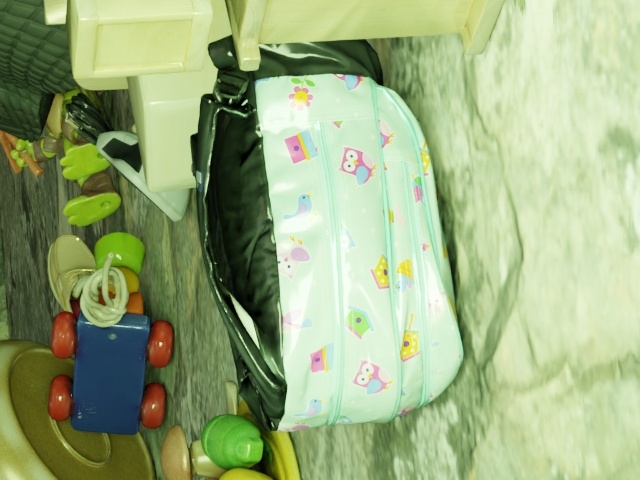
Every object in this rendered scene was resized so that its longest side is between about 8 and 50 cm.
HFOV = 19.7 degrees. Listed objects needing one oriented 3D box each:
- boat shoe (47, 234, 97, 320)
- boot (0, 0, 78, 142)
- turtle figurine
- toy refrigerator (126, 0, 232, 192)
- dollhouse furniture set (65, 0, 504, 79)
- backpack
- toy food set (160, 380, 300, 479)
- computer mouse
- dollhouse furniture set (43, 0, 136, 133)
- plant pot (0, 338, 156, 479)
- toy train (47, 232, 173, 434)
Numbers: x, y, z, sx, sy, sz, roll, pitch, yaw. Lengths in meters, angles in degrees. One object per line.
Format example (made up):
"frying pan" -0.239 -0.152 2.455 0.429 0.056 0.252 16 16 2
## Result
"boat shoe" -0.241 0.057 1.921 0.059 0.063 0.170 111 141 -53
"boot" -0.225 -0.232 1.555 0.223 0.118 0.338 -68 14 -17
"turtle figurine" -0.260 -0.120 1.877 0.217 0.087 0.269 63 146 38
"toy refrigerator" -0.091 -0.175 1.222 0.102 0.094 0.270 96 163 -58
"dollhouse furniture set" -0.012 -0.158 0.747 0.161 0.181 0.101 108 153 -56
"backpack" 0.000 0.000 0.886 0.152 0.115 0.182 97 164 -75
"toy food set" -0.069 0.176 1.278 0.218 0.071 0.128 -161 67 -74
"computer mouse" -0.147 -0.067 1.517 0.106 0.042 0.193 46 176 -31
"dollhouse furniture set" -0.154 -0.148 1.397 0.151 0.123 0.144 -168 74 -75
"plant pot" -0.230 0.182 1.699 0.032 0.236 0.236 -39 43 20
"toy train" -0.180 0.047 1.631 0.248 0.105 0.143 101 172 -45
